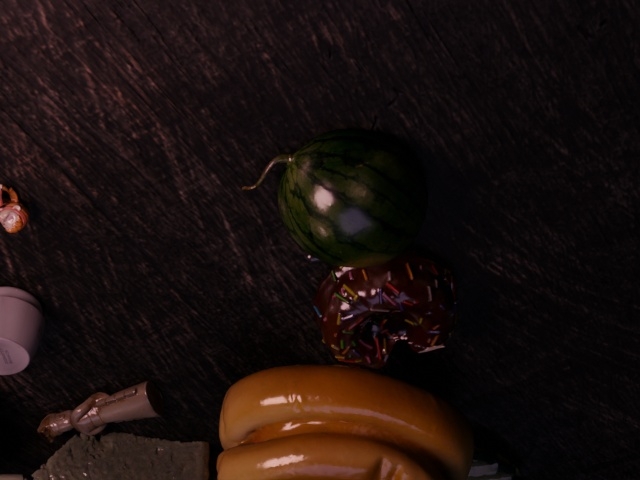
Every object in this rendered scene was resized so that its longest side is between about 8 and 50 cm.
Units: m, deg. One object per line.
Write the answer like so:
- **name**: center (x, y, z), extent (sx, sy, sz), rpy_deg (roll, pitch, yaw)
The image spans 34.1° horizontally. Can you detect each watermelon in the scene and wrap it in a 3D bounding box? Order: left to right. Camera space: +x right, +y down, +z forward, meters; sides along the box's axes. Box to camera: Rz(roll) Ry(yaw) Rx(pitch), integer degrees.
- **watermelon**: center (0.040, -0.041, 1.431), extent (0.232, 0.127, 0.204), rpy_deg (35, 122, -29)

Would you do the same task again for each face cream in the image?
- **face cream**: center (-0.478, 0.136, 1.580), extent (0.117, 0.104, 0.117), rpy_deg (-2, 134, -2)

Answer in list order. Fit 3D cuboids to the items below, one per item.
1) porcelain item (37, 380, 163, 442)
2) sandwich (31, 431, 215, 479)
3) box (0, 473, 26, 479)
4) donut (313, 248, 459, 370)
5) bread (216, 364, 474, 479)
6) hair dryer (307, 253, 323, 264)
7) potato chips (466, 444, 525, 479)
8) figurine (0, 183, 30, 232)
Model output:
- **porcelain item**: center (-0.379, 0.295, 1.784), extent (0.213, 0.054, 0.084), rpy_deg (-16, 132, 10)
- **sandwich**: center (-0.345, 0.462, 1.810), extent (0.325, 0.262, 0.131), rpy_deg (6, 130, -10)
- **box**: center (-0.570, 0.533, 1.719), extent (0.166, 0.291, 0.221), rpy_deg (2, 146, -23)
- **donut**: center (0.104, 0.112, 1.610), extent (0.230, 0.096, 0.216), rpy_deg (-5, 135, 1)
- **bread**: center (0.036, 0.358, 1.700), extent (0.423, 0.245, 0.329), rpy_deg (14, 158, -9)
- **hair dryer**: center (0.000, 0.000, 1.541), extent (0.047, 0.026, 0.083), rpy_deg (-9, 132, 3)
- **potato chips**: center (0.183, 0.463, 1.996), extent (0.428, 0.070, 0.359), rpy_deg (-1, 138, -2)
- **figurine**: center (-0.447, -0.056, 1.434), extent (0.064, 0.047, 0.109), rpy_deg (-31, 121, 33)
